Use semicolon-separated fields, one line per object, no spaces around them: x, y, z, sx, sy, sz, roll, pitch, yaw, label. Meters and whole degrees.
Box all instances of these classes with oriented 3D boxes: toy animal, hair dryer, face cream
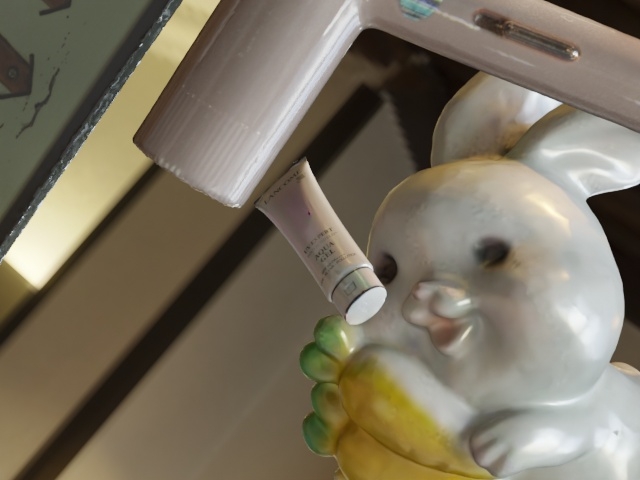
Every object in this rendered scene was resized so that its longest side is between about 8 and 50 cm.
0.126;0.063;1.119;0.183;0.247;0.310;-8;-71;55;toy animal
0.069;-0.056;0.741;0.220;0.195;0.053;35;5;-1;hair dryer
0.000;0.000;0.988;0.020;0.038;0.115;38;12;-42;face cream

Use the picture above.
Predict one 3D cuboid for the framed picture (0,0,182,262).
-0.228;-0.141;1.103;0.324;0.244;0.013;43;12;33;framed picture
